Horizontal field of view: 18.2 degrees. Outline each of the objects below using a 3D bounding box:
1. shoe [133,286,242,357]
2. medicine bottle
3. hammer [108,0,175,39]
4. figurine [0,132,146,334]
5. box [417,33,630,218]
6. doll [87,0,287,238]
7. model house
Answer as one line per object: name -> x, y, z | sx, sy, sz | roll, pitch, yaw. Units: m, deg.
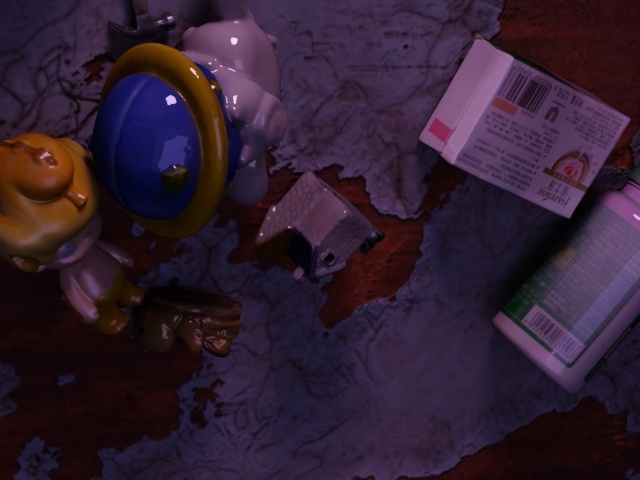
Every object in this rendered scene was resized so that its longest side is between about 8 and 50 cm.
shoe -> -0.137, 0.089, 2.081 | 0.109, 0.072, 0.069 | -4, 112, -29
medicine bottle -> 0.329, 0.035, 2.288 | 0.274, 0.133, 0.133 | -49, 129, 3
hammer -> -0.185, -0.273, 1.895 | 0.062, 0.017, 0.182 | -23, 123, -19
figurine -> -0.252, -0.011, 1.930 | 0.156, 0.131, 0.246 | -59, 136, -36
box -> 0.223, -0.122, 2.176 | 0.199, 0.081, 0.135 | 24, 102, -35
doll -> -0.104, -0.145, 1.905 | 0.242, 0.159, 0.311 | -13, 118, -38
model house -> 0.000, 0.000, 2.095 | 0.100, 0.100, 0.088 | -49, 130, 3
